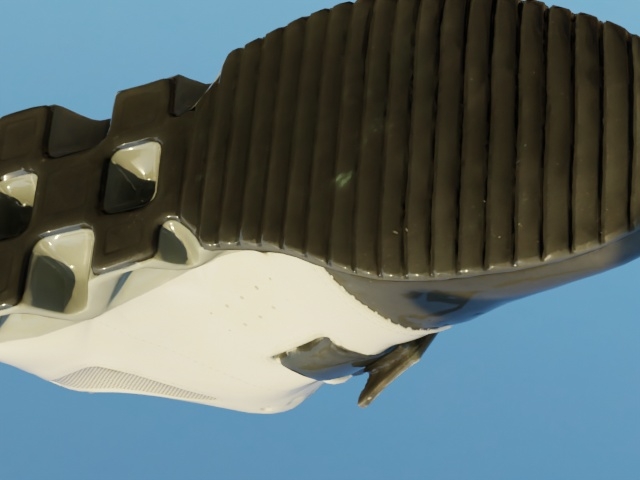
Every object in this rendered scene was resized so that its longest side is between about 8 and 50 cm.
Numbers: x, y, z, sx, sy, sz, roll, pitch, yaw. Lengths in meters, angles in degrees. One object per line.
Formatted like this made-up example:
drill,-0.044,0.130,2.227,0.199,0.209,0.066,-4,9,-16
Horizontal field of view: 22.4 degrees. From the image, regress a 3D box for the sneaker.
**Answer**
sneaker,0.000,0.000,0.632,0.330,0.146,0.122,-7,-123,29
